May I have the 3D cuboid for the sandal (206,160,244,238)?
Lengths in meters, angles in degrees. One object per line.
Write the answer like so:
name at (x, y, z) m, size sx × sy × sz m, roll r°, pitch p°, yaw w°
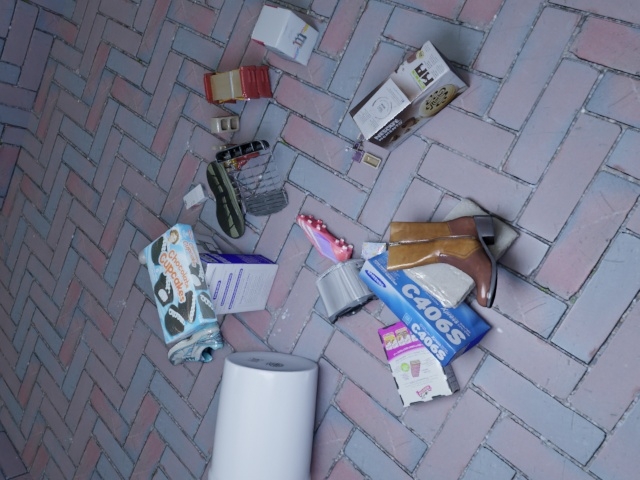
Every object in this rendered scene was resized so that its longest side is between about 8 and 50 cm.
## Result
sandal at (-0.339, -0.155, 1.879) m, size 0.120 × 0.086 × 0.302 m, roll -9°, pitch 98°, yaw 38°

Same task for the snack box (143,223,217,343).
snack box at (-0.438, 0.132, 1.542) m, size 0.187 × 0.060 × 0.322 m, roll -31°, pitch 69°, yaw 30°

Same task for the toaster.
toaster at (0.078, 0.153, 1.548) m, size 0.227 × 0.129 × 0.146 m, roll -42°, pitch 65°, yaw 46°

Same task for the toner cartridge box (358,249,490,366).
toner cartridge box at (0.283, 0.168, 1.391) m, size 0.348 × 0.165 × 0.075 m, roll 46°, pitch 136°, yaw 27°

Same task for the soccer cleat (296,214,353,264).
soccer cleat at (0.000, 0.000, 1.656) m, size 0.248 × 0.083 × 0.095 m, roll 37°, pitch 112°, yaw 27°

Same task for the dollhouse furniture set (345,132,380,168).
dollhouse furniture set at (0.138, -0.283, 1.573) m, size 0.114 × 0.081 × 0.091 m, roll 32°, pitch 105°, yaw 31°

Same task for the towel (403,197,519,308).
towel at (0.377, 0.034, 1.362) m, size 0.282 × 0.049 × 0.187 m, roll -46°, pitch 63°, yaw -4°

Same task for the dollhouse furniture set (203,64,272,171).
dollhouse furniture set at (-0.294, -0.448, 1.864) m, size 0.201 × 0.152 × 0.374 m, roll 5°, pitch 108°, yaw 34°

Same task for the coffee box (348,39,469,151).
coffee box at (0.254, -0.407, 1.450) m, size 0.297 × 0.168 × 0.119 m, roll -38°, pitch 67°, yaw 26°

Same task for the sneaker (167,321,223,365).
sneaker at (-0.488, 0.432, 1.944) m, size 0.283 × 0.110 × 0.122 m, roll -38°, pitch 71°, yaw 27°

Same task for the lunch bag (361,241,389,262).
lunch bag at (0.170, 0.039, 1.552) m, size 0.083 × 0.053 × 0.071 m, roll 1°, pitch 90°, yaw 25°

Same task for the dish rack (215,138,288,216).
dish rack at (-0.235, -0.213, 1.776) m, size 0.208 × 0.074 × 0.271 m, roll -10°, pitch 106°, yaw 29°

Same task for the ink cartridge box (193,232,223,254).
ink cartridge box at (-0.454, 0.116, 1.880) m, size 0.273 × 0.115 × 0.198 m, roll 43°, pitch 111°, yaw 51°

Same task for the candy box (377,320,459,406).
candy box at (0.281, 0.343, 1.446) m, size 0.159 × 0.071 × 0.233 m, roll -26°, pitch 72°, yaw 30°

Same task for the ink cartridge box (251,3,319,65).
ink cartridge box at (-0.118, -0.702, 1.717) m, size 0.128 × 0.176 × 0.127 m, roll 29°, pitch 101°, yaw 31°

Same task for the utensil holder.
utensil holder at (-0.172, 0.575, 1.594) m, size 0.328 × 0.328 × 0.385 m, roll 6°, pitch 88°, yaw 34°

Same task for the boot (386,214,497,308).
boot at (0.308, 0.054, 1.296) m, size 0.280 × 0.096 × 0.264 m, roll -5°, pitch 67°, yaw 18°

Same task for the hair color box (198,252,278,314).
hair color box at (-0.310, 0.145, 1.697) m, size 0.110 × 0.339 × 0.185 m, roll 25°, pitch 101°, yaw 32°

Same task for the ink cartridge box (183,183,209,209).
ink cartridge box at (-0.508, -0.175, 2.039) m, size 0.115 × 0.029 × 0.063 m, roll -31°, pitch 71°, yaw 30°

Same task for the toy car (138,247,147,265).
toy car at (-0.642, 0.062, 2.063) m, size 0.182 × 0.159 × 0.136 m, roll -18°, pitch 43°, yaw 33°
